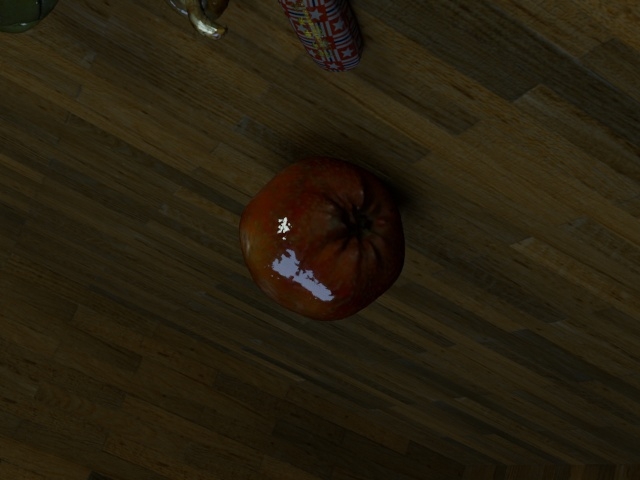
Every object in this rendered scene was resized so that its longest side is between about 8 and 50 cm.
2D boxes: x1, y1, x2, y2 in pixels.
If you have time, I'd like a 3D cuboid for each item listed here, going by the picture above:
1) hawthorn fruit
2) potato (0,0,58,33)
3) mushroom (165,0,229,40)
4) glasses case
[{"bbox_3d":[0.000,0.000,1.351,0.275,0.275,0.300,25,170,-10],"label":"hawthorn fruit"},{"bbox_3d":[-0.420,-0.363,1.043,0.169,0.143,0.248,26,157,6],"label":"potato"},{"bbox_3d":[-0.147,-0.300,1.032,0.129,0.073,0.088,50,147,18],"label":"mushroom"},{"bbox_3d":[-0.003,-0.276,1.006,0.073,0.049,0.194,6,152,29],"label":"glasses case"}]
